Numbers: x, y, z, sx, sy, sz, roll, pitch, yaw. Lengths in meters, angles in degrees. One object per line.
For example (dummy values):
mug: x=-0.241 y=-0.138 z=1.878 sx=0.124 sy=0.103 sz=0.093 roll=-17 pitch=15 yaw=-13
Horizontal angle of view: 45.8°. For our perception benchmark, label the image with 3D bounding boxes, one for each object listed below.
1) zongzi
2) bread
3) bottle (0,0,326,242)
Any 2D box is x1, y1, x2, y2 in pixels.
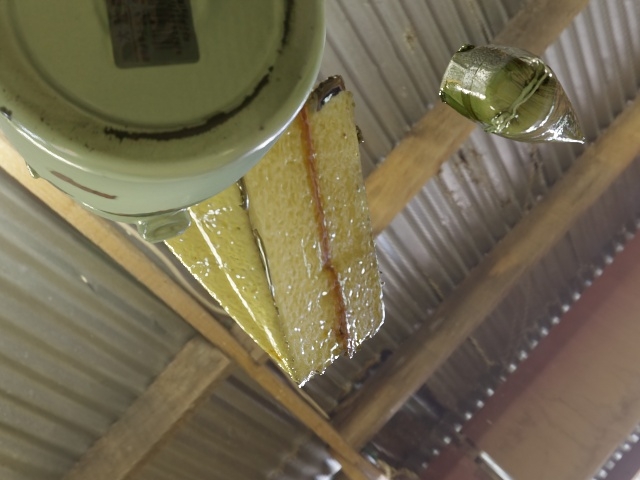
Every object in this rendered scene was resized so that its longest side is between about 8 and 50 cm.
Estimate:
zongzi: x=0.135 y=-0.073 z=0.449 sx=0.113 sy=0.104 sz=0.052 roll=26 pitch=-74 yaw=-16
bread: x=0.000 y=0.000 z=1.005 sx=0.242 sy=0.405 sz=0.346 roll=-33 pitch=11 yaw=33
bottle: x=-0.138 y=-0.121 z=0.582 sx=0.229 sy=0.351 sz=0.229 roll=2 pitch=-97 yaw=-14
